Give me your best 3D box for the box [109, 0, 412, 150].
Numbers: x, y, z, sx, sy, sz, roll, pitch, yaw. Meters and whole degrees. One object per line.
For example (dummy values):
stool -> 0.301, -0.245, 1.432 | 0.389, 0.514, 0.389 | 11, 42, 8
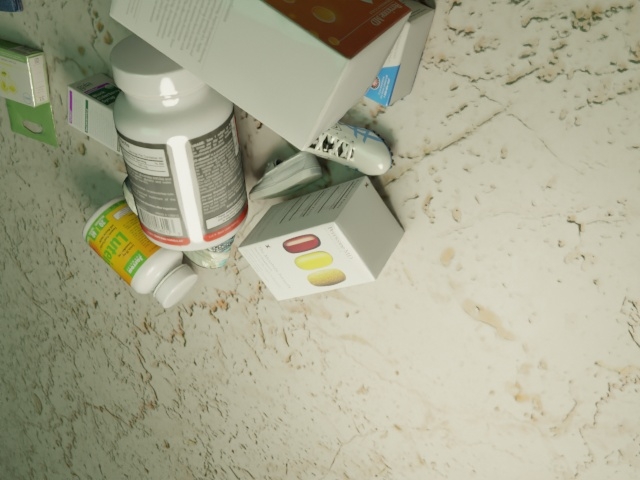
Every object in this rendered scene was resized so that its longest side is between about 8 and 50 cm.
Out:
box -> -0.084, -0.322, 1.198 | 0.345, 0.215, 0.168 | 36, 132, 5

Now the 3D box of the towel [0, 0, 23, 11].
towel -> -0.698, -0.533, 1.846 | 0.120, 0.029, 0.067 | 17, 124, 32

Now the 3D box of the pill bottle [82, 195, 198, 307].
pill bottle -> -0.389, 0.029, 1.852 | 0.246, 0.136, 0.136 | 43, 134, 11

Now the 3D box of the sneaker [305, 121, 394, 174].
sneaker -> 0.014, -0.170, 1.451 | 0.237, 0.086, 0.085 | 29, 128, 21

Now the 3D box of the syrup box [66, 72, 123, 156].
syrup box -> -0.404, -0.246, 1.733 | 0.237, 0.093, 0.096 | 31, 131, 21

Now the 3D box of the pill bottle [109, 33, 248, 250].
pill bottle -> -0.250, -0.177, 1.513 | 0.210, 0.210, 0.362 | 22, 136, 28

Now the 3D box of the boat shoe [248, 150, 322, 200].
boat shoe -> -0.072, -0.121, 1.569 | 0.184, 0.066, 0.063 | -22, 78, 50

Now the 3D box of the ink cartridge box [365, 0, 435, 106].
ink cartridge box -> 0.057, -0.323, 1.326 | 0.203, 0.086, 0.148 | 30, 130, 21

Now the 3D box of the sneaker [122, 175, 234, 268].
sneaker -> -0.282, -0.070, 1.754 | 0.283, 0.110, 0.122 | 36, 114, 13

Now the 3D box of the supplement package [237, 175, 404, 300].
supplement package -> 0.000, 0.000, 1.509 | 0.244, 0.134, 0.139 | -16, 119, 43

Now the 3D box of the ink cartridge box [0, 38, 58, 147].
ink cartridge box -> -0.691, -0.332, 1.943 | 0.171, 0.056, 0.235 | 20, 124, 28
